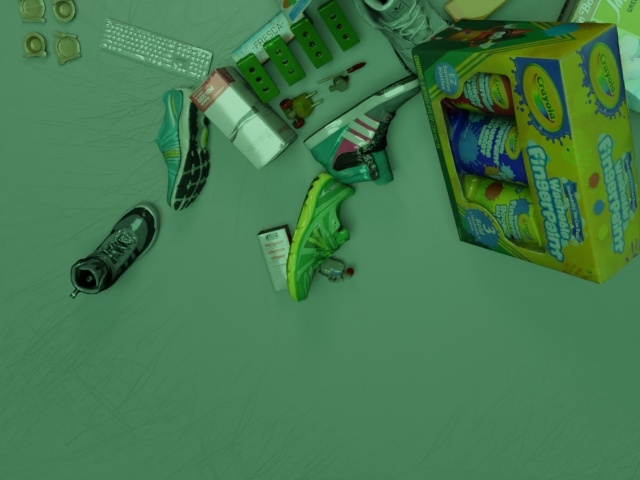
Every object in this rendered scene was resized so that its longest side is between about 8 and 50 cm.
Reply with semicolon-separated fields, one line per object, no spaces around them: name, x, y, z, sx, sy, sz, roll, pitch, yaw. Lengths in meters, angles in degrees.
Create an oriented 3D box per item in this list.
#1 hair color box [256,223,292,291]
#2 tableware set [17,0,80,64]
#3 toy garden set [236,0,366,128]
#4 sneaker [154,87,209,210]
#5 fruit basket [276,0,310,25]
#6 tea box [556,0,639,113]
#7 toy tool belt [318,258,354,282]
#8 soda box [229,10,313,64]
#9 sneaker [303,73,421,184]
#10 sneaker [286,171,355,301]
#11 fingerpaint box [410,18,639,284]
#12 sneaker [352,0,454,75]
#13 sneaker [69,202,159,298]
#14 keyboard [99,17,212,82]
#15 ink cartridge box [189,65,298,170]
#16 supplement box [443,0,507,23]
hair color box;-0.091;0.041;2.020;0.071;0.043;0.141;-14;103;12
tableware set;-0.614;-0.481;1.978;0.141;0.020;0.169;1;104;9
toy garden set;-0.025;-0.372;1.875;0.244;0.049;0.204;-31;124;9
sneaker;-0.316;-0.206;1.978;0.109;0.107;0.276;11;102;26
fruit basket;0.002;-0.601;1.674;0.165;0.353;0.327;35;110;-27
tea box;0.637;-0.420;1.691;0.323;0.220;0.329;22;107;4
toy tool belt;0.036;0.073;2.011;0.083;0.052;0.051;19;145;7
soda box;-0.105;-0.435;1.889;0.183;0.058;0.063;-36;97;15
sneaker;0.122;-0.212;1.867;0.295;0.124;0.178;-30;96;30
sneaker;0.000;0.000;1.939;0.123;0.109;0.296;18;92;0
fingerpaint box;0.393;-0.177;1.661;0.163;0.371;0.445;-33;120;-25
sneaker;0.181;-0.429;1.766;0.137;0.210;0.366;-40;96;16
sneaker;-0.479;0.034;2.022;0.101;0.153;0.268;41;107;-3
keyboard;-0.368;-0.424;1.957;0.255;0.014;0.072;19;107;4
ink cartridge box;-0.161;-0.265;1.890;0.218;0.158;0.092;45;105;-4
supplement box;0.363;-0.523;1.783;0.233;0.080;0.078;-37;97;18
